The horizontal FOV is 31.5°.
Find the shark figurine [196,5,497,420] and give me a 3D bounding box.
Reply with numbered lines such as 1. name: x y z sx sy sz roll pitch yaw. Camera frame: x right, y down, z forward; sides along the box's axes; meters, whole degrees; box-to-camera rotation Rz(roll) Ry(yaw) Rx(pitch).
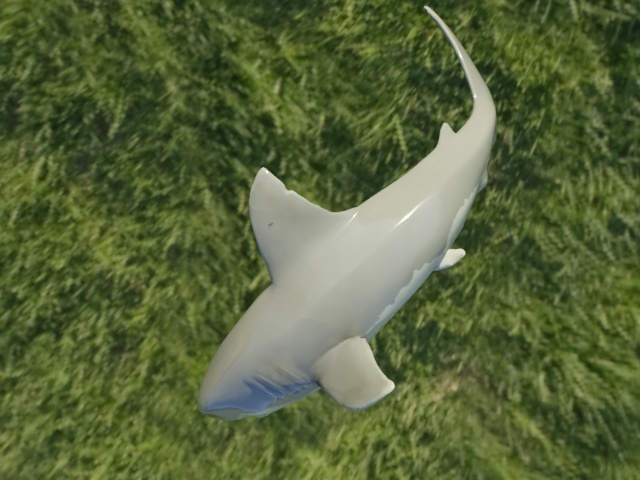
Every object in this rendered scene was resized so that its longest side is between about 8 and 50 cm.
1. shark figurine: 0.020 -0.017 0.622 0.116 0.166 0.278 42 80 -15
